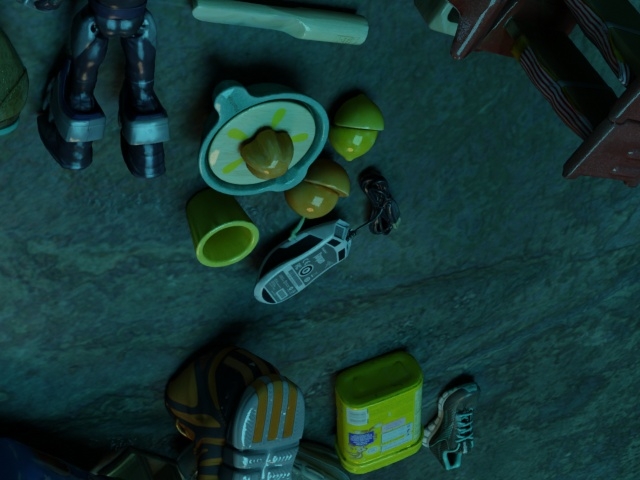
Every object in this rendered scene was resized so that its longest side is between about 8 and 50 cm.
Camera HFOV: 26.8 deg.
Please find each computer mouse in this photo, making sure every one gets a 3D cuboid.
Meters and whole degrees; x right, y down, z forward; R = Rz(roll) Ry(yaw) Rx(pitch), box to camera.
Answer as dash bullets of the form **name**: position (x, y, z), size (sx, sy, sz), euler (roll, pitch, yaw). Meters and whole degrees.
- **computer mouse**: position (0.000, 0.000, 1.509), size (0.193, 0.042, 0.106), euler (-33, 150, -2)

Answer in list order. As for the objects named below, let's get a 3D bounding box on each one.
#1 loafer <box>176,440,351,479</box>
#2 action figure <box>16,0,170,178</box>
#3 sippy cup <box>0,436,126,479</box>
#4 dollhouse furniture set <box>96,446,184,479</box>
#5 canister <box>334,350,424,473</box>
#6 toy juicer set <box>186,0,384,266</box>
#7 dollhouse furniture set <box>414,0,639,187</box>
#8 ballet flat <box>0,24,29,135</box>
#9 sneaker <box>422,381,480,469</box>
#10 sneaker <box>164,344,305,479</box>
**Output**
- **loafer**: position (-0.062, 0.324, 1.815), size (0.112, 0.111, 0.319), euler (-45, 142, 22)
- **action figure**: position (-0.172, -0.183, 1.114), size (0.185, 0.099, 0.285), euler (-2, 135, -20)
- **sippy cup**: position (-0.345, 0.346, 1.573), size (0.305, 0.240, 0.224), euler (-40, 133, 2)
- **dollhouse furniture set**: position (-0.248, 0.383, 1.749), size (0.184, 0.129, 0.129), euler (-41, 143, 16)
- **canister**: position (0.080, 0.234, 1.833), size (0.126, 0.073, 0.170), euler (-19, 143, -13)
- **toy juicer set**: position (-0.023, -0.107, 1.311), size (0.209, 0.089, 0.329), euler (-14, 143, -19)
- **dollhouse furniture set**: position (0.175, -0.187, 1.245), size (0.374, 0.201, 0.152), euler (6, 133, -40)
- **ballet flat**: position (-0.398, -0.118, 1.038), size (0.342, 0.116, 0.124), euler (-13, 123, -18)
- **sneaker**: position (0.203, 0.272, 1.961), size (0.065, 0.076, 0.166), euler (-11, 142, -25)
- **sneaker**: position (-0.114, 0.274, 1.636), size (0.125, 0.180, 0.321), euler (1, 110, -37)
